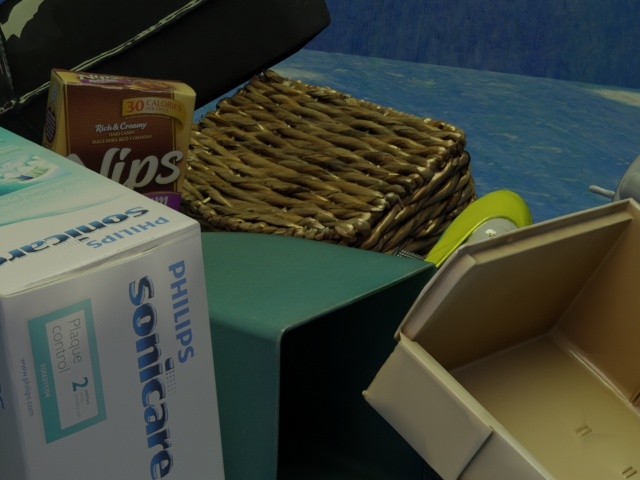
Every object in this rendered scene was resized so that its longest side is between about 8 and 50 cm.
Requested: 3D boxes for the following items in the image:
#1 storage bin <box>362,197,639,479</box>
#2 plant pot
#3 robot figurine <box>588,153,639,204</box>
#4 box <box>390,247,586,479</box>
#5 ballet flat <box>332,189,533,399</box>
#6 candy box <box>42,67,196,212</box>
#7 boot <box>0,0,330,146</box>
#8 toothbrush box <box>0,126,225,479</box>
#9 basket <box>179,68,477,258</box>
[{"bbox_3d":[0.200,0.115,0.928,0.262,0.123,0.260,44,30,22],"label":"storage bin"},{"bbox_3d":[-0.069,0.083,0.990,0.234,0.165,0.165,16,23,34],"label":"plant pot"},{"bbox_3d":[0.428,0.002,1.502,0.300,0.200,0.353,22,4,-38],"label":"robot figurine"},{"bbox_3d":[0.088,0.097,1.119,0.190,0.045,0.184,21,48,30],"label":"box"},{"bbox_3d":[0.101,0.040,1.086,0.231,0.077,0.077,-41,17,-31],"label":"ballet flat"},{"bbox_3d":[-0.169,-0.038,1.209,0.109,0.187,0.053,3,17,-23],"label":"candy box"},{"bbox_3d":[-0.249,-0.259,1.491,0.445,0.367,0.146,-32,17,-19],"label":"boot"},{"bbox_3d":[-0.191,0.062,0.885,0.126,0.216,0.295,-23,32,-35],"label":"toothbrush box"},{"bbox_3d":[0.000,0.000,1.488,0.299,0.223,0.213,22,53,40],"label":"basket"}]
